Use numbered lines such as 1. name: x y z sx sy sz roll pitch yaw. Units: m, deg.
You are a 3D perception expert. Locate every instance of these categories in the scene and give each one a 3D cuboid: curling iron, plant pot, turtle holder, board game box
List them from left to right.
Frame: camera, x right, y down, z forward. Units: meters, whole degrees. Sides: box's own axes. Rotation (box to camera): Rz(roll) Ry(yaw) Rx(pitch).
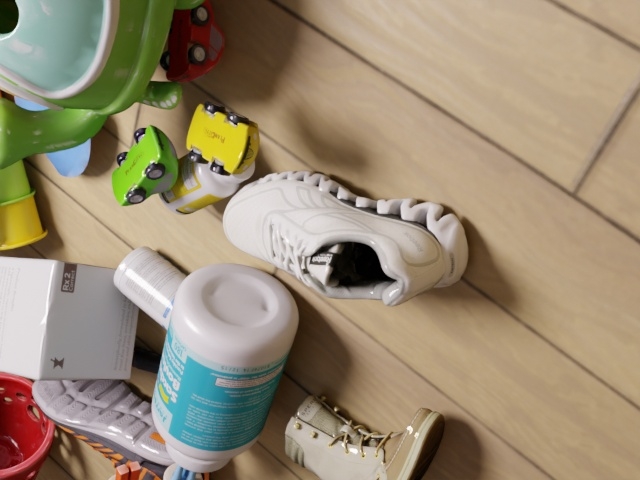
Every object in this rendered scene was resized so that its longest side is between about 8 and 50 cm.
1. plant pot: -0.550 0.344 1.462 0.191 0.191 0.174 41 140 14
2. turtle holder: -0.272 -0.240 0.868 0.320 0.227 0.243 -35 62 50
3. board game box: -0.340 -0.166 1.133 0.169 0.033 0.133 52 138 11
4. curling iron: -0.270 0.156 1.240 0.274 0.035 0.068 19 123 30

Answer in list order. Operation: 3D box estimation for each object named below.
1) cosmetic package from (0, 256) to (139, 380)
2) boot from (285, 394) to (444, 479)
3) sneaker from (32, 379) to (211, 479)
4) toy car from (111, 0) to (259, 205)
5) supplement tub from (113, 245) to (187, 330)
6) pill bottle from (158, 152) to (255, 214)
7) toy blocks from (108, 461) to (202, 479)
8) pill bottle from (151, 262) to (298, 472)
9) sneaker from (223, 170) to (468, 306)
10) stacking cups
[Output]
1. cosmetic package: -0.363 0.104 1.174 0.183 0.151 0.151 3 85 37
2. boot: 0.043 0.233 1.009 0.165 0.077 0.213 38 133 19
3. sneaker: -0.302 0.316 1.289 0.321 0.124 0.180 21 123 29
4. toy car: -0.152 -0.118 0.935 0.225 0.053 0.239 -43 54 33
5. supplement tub: -0.206 0.064 1.119 0.107 0.071 0.071 37 130 18
6. pill bottle: -0.130 -0.074 0.991 0.116 0.065 0.065 -19 100 43
7. toy blocks: -0.223 0.328 1.157 0.123 0.054 0.148 15 127 -7
8. pill bottle: -0.124 0.167 1.056 0.146 0.146 0.264 34 129 20
9. sneaker: 0.000 0.000 0.894 0.292 0.118 0.110 10 120 36
10. stacking cups: -0.464 -0.149 1.211 0.096 0.096 0.316 3 109 37
